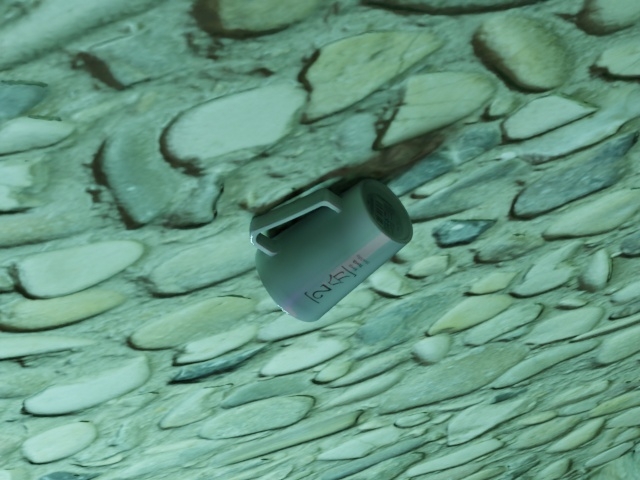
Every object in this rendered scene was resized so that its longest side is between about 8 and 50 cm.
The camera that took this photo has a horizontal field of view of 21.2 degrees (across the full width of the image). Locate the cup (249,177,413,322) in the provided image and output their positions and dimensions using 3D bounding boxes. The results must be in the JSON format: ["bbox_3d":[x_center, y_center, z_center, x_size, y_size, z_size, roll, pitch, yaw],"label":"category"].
[{"bbox_3d":[0.000,0.000,1.331,0.104,0.074,0.116,34,125,-30],"label":"cup"}]
